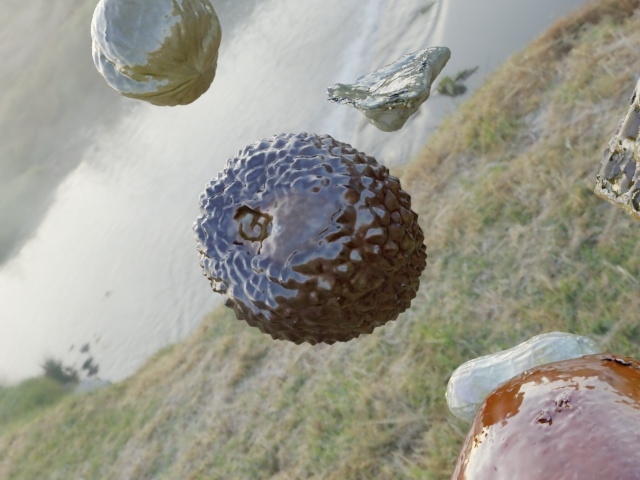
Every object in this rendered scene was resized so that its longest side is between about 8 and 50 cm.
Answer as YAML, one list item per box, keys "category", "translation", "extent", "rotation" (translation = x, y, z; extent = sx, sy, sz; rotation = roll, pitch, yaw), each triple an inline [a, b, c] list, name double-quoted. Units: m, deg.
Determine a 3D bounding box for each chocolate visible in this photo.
- category: "chocolate"
  translation: [0.348, 0.243, 1.541]
  extent: [0.309, 0.134, 0.134]
  rotation: [-26, 35, 36]

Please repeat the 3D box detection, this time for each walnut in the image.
- category: "walnut"
  translation: [-0.265, -0.327, 1.461]
  extent: [0.228, 0.228, 0.228]
  rotation: [-38, 28, 25]

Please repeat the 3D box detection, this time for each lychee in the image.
- category: "lychee"
  translation: [0.000, 0.000, 0.750]
  extent: [0.188, 0.188, 0.188]
  rotation: [-38, 28, 25]

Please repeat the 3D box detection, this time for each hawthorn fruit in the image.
- category: "hawthorn fruit"
  translation: [0.186, 0.193, 0.501]
  extent: [0.211, 0.211, 0.299]
  rotation: [-47, 16, 7]

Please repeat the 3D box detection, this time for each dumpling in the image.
- category: "dumpling"
  translation: [0.095, -0.198, 1.247]
  extent: [0.166, 0.086, 0.332]
  rotation: [-15, 14, 22]

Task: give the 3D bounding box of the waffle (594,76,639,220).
- category: "waffle"
  translation: [0.379, -0.149, 0.825]
  extent: [0.213, 0.091, 0.308]
  rotation: [-95, 25, -72]
